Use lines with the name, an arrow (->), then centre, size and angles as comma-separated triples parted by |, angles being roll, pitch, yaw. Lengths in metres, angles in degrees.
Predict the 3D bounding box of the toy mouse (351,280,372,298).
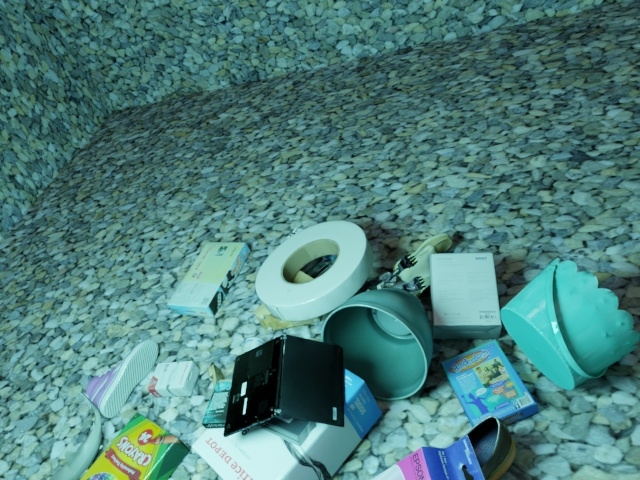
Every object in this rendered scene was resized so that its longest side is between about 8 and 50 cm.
toy mouse -> 0.116, 0.158, 1.811 | 0.161, 0.031, 0.143 | -3, 44, 24

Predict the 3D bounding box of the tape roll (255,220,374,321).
tape roll -> -0.021, 0.088, 1.768 | 0.392, 0.072, 0.392 | -21, 34, 15

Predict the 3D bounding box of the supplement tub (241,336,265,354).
supplement tub -> -0.209, 0.358, 1.728 | 0.071, 0.071, 0.107 | -11, 41, 17

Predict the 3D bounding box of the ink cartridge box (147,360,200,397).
ink cartridge box -> -0.463, 0.441, 1.781 | 0.135, 0.056, 0.099 | -8, 42, 21

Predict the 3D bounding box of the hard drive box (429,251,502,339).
hard drive box -> 0.398, 0.152, 1.565 | 0.181, 0.089, 0.232 | -1, 55, 10

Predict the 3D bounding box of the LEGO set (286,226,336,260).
LEGO set -> 0.000, 0.000, 2.003 | 0.227, 0.087, 0.093 | 18, 70, 40

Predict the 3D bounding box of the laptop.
laptop -> -0.088, 0.369, 1.396 | 0.264, 0.136, 0.234 | -28, 35, 23

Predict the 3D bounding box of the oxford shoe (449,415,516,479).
oxford shoe -> 0.281, 0.529, 1.222 | 0.364, 0.133, 0.130 | -46, 44, -18

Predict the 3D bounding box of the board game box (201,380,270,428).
board game box -> -0.202, 0.414, 1.434 | 0.186, 0.026, 0.126 | -10, 39, 22

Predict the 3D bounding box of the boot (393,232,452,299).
boot -> 0.351, 0.080, 1.739 | 0.213, 0.077, 0.165 | -34, 39, -3

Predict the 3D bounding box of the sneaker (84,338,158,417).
sneaker -> -0.674, 0.436, 1.867 | 0.161, 0.102, 0.282 | 6, 49, 37

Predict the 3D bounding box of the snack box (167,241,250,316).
snack box -> -0.410, 0.137, 2.091 | 0.187, 0.060, 0.322 | 1, 46, 28

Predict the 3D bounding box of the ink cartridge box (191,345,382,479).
ink cartridge box -> -0.084, 0.486, 1.441 | 0.285, 0.166, 0.395 | 22, 59, 44

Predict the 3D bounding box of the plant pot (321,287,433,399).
plant pot -> 0.177, 0.247, 1.507 | 0.293, 0.293, 0.196 | 3, 28, 31

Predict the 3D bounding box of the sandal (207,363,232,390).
sandal -> -0.269, 0.433, 1.663 | 0.079, 0.088, 0.240 | -36, 35, -4

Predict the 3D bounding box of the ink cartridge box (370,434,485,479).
ink cartridge box -> 0.179, 0.566, 1.175 | 0.371, 0.069, 0.176 | -41, 33, 20

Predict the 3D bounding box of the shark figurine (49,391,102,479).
shark figurine -> -0.708, 0.603, 1.657 | 0.166, 0.116, 0.278 | 5, 62, 26

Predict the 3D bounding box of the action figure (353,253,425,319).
action figure -> 0.199, 0.166, 1.673 | 0.275, 0.141, 0.164 | -44, 60, 40

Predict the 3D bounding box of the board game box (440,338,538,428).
board game box -> 0.417, 0.365, 1.406 | 0.160, 0.047, 0.210 | -24, 39, 3

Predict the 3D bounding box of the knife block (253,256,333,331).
knife block -> -0.068, 0.164, 1.858 | 0.275, 0.088, 0.242 | -13, 40, 15

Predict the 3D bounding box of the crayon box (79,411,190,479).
crayon box -> -0.542, 0.661, 1.558 | 0.202, 0.081, 0.318 | 13, 53, 37

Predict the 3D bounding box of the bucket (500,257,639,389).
bucket -> 0.580, 0.204, 1.335 | 0.183, 0.281, 0.281 | -37, 40, -5
